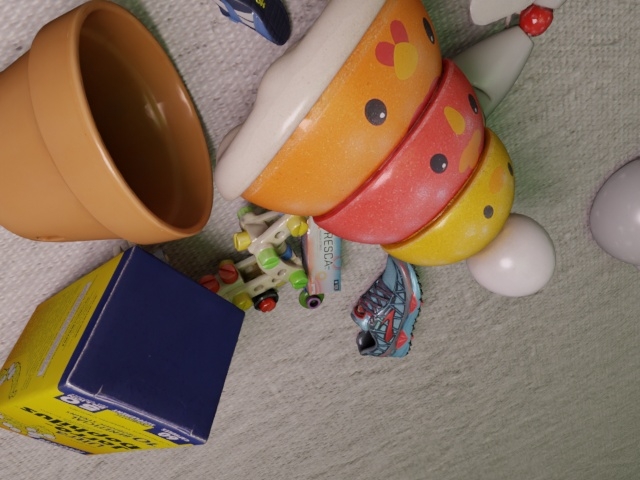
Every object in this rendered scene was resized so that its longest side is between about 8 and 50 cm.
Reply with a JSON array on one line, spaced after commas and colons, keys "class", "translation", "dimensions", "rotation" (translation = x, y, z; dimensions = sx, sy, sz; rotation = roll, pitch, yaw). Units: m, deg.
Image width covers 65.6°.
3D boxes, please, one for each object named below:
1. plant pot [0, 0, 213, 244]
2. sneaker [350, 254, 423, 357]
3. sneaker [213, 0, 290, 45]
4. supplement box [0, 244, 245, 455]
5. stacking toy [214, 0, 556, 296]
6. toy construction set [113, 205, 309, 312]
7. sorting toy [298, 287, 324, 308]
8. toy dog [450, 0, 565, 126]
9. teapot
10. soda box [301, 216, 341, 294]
[{"class": "plant pot", "translation": [-0.292, -0.118, 0.630], "dimensions": [0.204, 0.290, 0.290], "rotation": [-16, 123, 11]}, {"class": "sneaker", "translation": [0.126, 0.139, 0.988], "dimensions": [0.125, 0.104, 0.261], "rotation": [-4, 119, -12]}, {"class": "sneaker", "translation": [-0.100, -0.325, 0.690], "dimensions": [0.144, 0.059, 0.053], "rotation": [30, 75, -45]}, {"class": "supplement box", "translation": [-0.312, 0.183, 0.730], "dimensions": [0.357, 0.195, 0.194], "rotation": [-24, 131, 39]}, {"class": "stacking toy", "translation": [0.137, -0.088, 0.664], "dimensions": [0.480, 0.350, 0.350], "rotation": [34, 105, -15]}, {"class": "toy construction set", "translation": [-0.163, 0.051, 0.821], "dimensions": [0.328, 0.151, 0.215], "rotation": [-15, 147, 0]}, {"class": "sorting toy", "translation": [-0.006, 0.099, 0.960], "dimensions": [0.061, 0.042, 0.102], "rotation": [20, 111, -26]}, {"class": "toy dog", "translation": [0.235, -0.299, 0.745], "dimensions": [0.161, 0.220, 0.333], "rotation": [30, 101, 4]}, {"class": "teapot", "translation": [0.705, -0.046, 1.013], "dimensions": [0.256, 0.187, 0.252], "rotation": [33, 105, -28]}, {"class": "soda box", "translation": [0.000, 0.000, 0.878], "dimensions": [0.063, 0.058, 0.183], "rotation": [-5, 109, -14]}]
